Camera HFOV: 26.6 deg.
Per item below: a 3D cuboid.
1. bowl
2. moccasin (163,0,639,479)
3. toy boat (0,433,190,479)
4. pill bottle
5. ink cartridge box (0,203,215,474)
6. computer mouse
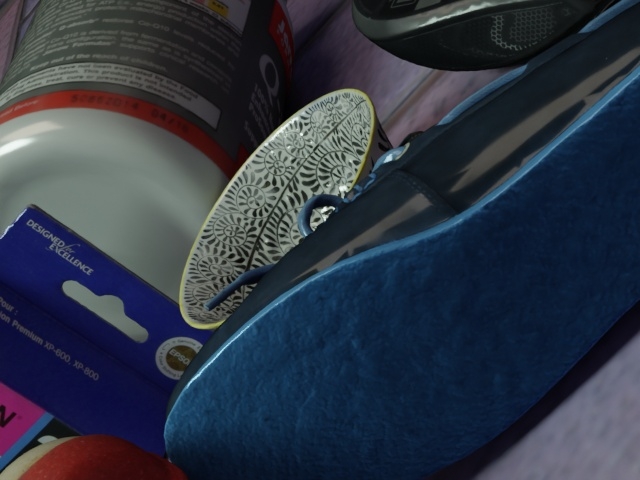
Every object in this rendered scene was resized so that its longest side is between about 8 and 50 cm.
[{"bbox_3d":[0.000,0.000,0.808,0.170,0.080,0.170,-41,27,26],"label":"bowl"},{"bbox_3d":[0.078,0.006,0.634,0.342,0.137,0.117,-33,23,9],"label":"moccasin"},{"bbox_3d":[-0.096,0.198,0.548,0.151,0.151,0.231,6,48,42],"label":"toy boat"},{"bbox_3d":[-0.130,-0.113,1.040,0.210,0.210,0.363,-36,29,34],"label":"pill bottle"},{"bbox_3d":[-0.239,0.156,0.909,0.371,0.176,0.069,-45,24,18],"label":"ink cartridge box"},{"bbox_3d":[0.132,-0.148,0.798,0.272,0.072,0.188,3,56,48],"label":"computer mouse"}]
